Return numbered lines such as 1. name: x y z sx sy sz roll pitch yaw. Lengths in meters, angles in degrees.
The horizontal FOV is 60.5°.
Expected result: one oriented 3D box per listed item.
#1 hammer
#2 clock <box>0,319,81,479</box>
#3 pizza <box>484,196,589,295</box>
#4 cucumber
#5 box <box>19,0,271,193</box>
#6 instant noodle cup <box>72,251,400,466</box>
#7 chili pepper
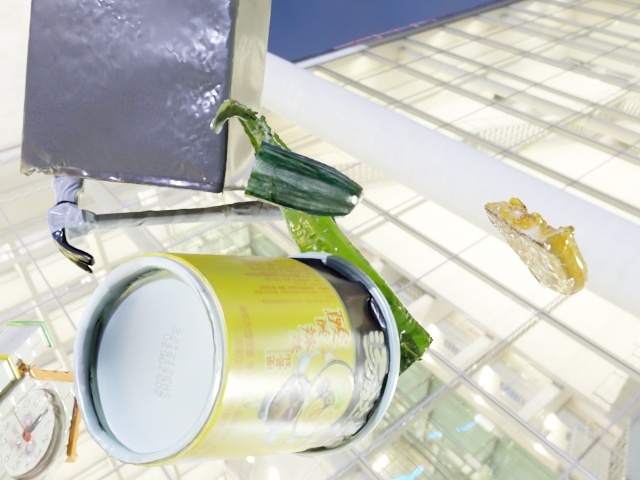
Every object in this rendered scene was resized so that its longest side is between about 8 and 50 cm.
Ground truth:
1. hammer: -0.162 -0.046 0.795 0.427 0.152 0.044 -7 -32 -19
2. clock: -0.404 0.255 0.713 0.255 0.106 0.219 -70 -25 -60
3. pizza: 0.226 0.002 0.570 0.041 0.131 0.178 -41 -40 6
4. cucumber: -0.011 -0.044 0.453 0.105 0.048 0.048 17 -72 -20
5. box: -0.207 -0.237 0.715 0.204 0.251 0.344 -30 -54 -84
6. instant noodle cup: -0.069 0.096 0.480 0.215 0.216 0.236 -59 -31 7
7. chili pepper: 0.000 -0.001 0.619 0.085 0.359 0.076 -39 4 -29
